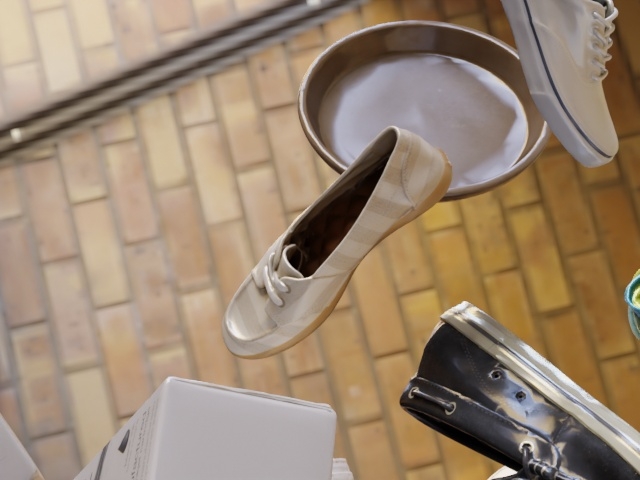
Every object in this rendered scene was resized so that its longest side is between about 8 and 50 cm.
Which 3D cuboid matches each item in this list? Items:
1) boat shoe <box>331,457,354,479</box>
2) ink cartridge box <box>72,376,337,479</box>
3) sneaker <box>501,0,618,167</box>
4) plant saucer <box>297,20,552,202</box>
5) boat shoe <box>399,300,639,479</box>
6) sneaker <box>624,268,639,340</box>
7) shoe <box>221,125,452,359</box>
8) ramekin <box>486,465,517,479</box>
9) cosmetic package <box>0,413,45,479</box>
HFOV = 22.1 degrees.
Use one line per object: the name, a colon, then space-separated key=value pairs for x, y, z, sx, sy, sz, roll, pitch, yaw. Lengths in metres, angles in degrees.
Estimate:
boat shoe: x=-0.074 y=0.272 z=2.108 sx=0.098 sy=0.277 sz=0.096 roll=14 pitch=78 yaw=-50
ink cartridge box: x=-0.107 y=0.253 z=1.186 sx=0.307 sy=0.129 sz=0.223 roll=134 pitch=-35 yaw=-60
sneaker: x=0.243 y=-0.196 z=1.590 sx=0.094 sy=0.091 sz=0.258 roll=-39 pitch=107 yaw=-56
plant saucer: x=0.114 y=-0.137 z=1.785 sx=0.041 sy=0.278 sz=0.278 roll=90 pitch=-14 yaw=-48
boat shoe: x=0.263 y=0.245 z=1.700 sx=0.500 sy=0.156 sz=0.187 roll=39 pitch=-4 yaw=42
sneaker: x=0.413 y=0.121 z=1.839 sx=0.127 sy=0.208 sz=0.319 roll=-127 pitch=-138 yaw=-53
shoe: x=0.000 y=0.000 z=1.209 sx=0.058 sy=0.219 sz=0.076 roll=34 pitch=15 yaw=-50
ramekin: x=0.300 y=0.365 z=1.943 sx=0.277 sy=0.277 sz=0.135 roll=-112 pitch=-178 yaw=-59
cosmetic package: x=-0.439 y=0.118 z=1.461 sx=0.385 sy=0.217 sz=0.156 roll=52 pitch=-12 yaw=4
